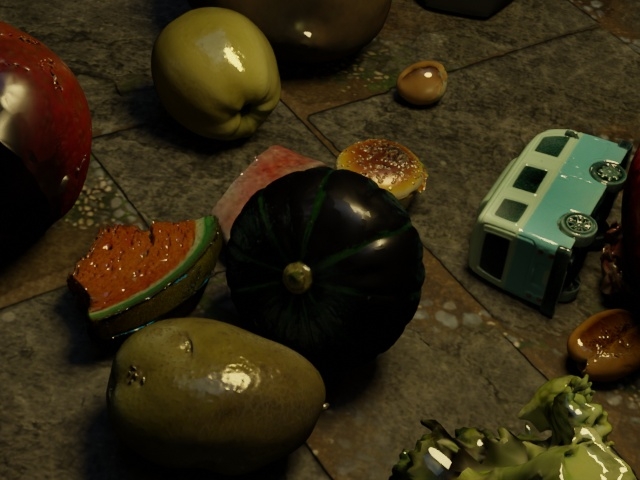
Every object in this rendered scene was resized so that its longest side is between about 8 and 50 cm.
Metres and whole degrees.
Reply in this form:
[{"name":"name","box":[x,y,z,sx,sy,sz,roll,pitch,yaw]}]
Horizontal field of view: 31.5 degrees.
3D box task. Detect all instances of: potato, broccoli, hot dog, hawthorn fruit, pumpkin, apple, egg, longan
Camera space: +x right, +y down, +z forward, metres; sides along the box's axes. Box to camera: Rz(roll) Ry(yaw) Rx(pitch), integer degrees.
[{"name":"potato","box":[-0.109,0.172,1.262,0.251,0.159,0.174,10,67,-13]},{"name":"broccoli","box":[0.213,0.298,1.102,0.293,0.281,0.348,-14,48,-25]},{"name":"hot dog","box":[0.380,0.134,1.473,0.140,0.060,0.090,-32,61,-28]},{"name":"hawthorn fruit","box":[-0.424,-0.129,1.427,0.316,0.316,0.316,6,44,-6]},{"name":"pumpkin","box":[0.017,0.031,1.394,0.248,0.248,0.248,6,44,-6]},{"name":"apple","box":[-0.152,-0.246,1.667,0.200,0.200,0.200,6,44,-6]},{"name":"egg","box":[0.162,-0.251,1.818,0.083,0.071,0.071,-9,45,-3]},{"name":"longan","box":[-0.053,-0.424,1.808,0.350,0.288,0.288,17,43,-7]}]

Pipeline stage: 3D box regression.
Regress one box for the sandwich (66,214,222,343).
[{"name":"sandwich","box":[-0.224,0.054,1.425,0.159,0.079,0.235,10,39,13]}]

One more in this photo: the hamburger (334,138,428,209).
[{"name":"hamburger","box":[0.087,-0.094,1.625,0.141,0.081,0.126,-1,42,-22]}]

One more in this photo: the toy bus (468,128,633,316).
[{"name":"toy bus","box":[0.321,-0.044,1.589,0.165,0.133,0.271,23,47,19]}]

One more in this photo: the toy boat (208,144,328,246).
[{"name":"toy boat","box":[0.000,0.000,1.531,0.282,0.096,0.206,36,54,8]}]

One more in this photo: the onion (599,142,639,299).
[{"name":"onion","box":[0.489,0.000,1.490,0.285,0.347,0.347,-17,31,34]}]

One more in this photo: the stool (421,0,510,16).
[{"name":"stool","box":[0.260,-0.518,2.061,0.232,0.141,0.232,5,44,-5]}]
